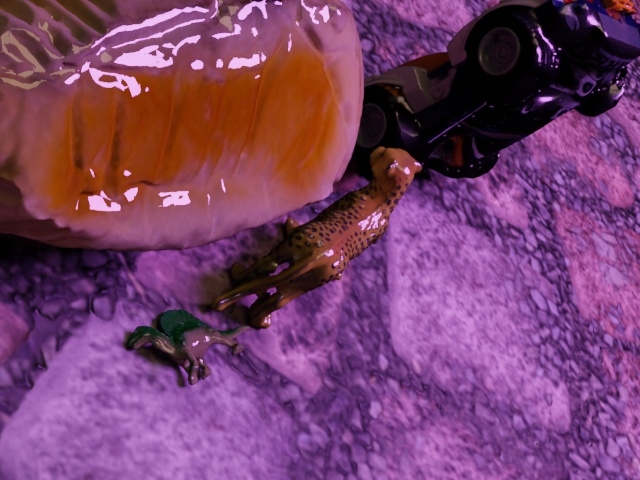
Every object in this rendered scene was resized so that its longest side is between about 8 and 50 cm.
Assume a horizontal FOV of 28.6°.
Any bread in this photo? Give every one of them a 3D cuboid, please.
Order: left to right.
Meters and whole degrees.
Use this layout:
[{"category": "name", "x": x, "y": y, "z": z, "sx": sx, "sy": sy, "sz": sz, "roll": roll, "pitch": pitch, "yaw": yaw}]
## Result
[{"category": "bread", "x": -0.135, "y": -0.119, "z": 0.930, "sx": 0.388, "sy": 0.183, "sz": 0.236, "roll": -5, "pitch": 110, "yaw": -51}]

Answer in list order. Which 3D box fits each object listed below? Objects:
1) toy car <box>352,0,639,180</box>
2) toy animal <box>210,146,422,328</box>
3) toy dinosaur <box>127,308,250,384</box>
[{"category": "toy car", "x": 0.160, "y": -0.146, "z": 1.178, "sx": 0.193, "sy": 0.301, "sz": 0.118, "roll": 5, "pitch": 62, "yaw": -49}, {"category": "toy animal", "x": 0.000, "y": 0.000, "z": 1.035, "sx": 0.073, "sy": 0.136, "sz": 0.181, "roll": 54, "pitch": 39, "yaw": 1}, {"category": "toy dinosaur", "x": -0.094, "y": 0.074, "z": 0.976, "sx": 0.060, "sy": 0.029, "sz": 0.119, "roll": 49, "pitch": 37, "yaw": 13}]
